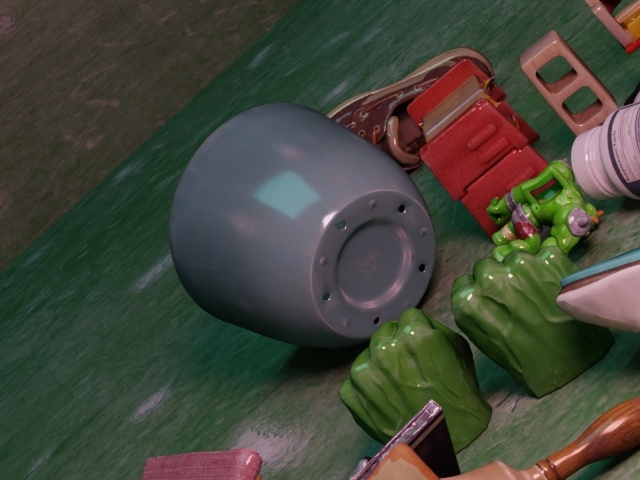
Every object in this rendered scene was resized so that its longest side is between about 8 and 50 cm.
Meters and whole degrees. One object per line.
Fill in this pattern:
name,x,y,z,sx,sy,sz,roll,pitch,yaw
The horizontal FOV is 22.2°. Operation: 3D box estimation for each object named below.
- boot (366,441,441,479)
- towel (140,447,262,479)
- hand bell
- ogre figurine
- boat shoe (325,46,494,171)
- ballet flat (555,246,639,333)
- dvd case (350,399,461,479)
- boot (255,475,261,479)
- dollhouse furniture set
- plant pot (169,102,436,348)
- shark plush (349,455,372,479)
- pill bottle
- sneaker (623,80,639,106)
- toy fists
boot,0.149,0.245,1.287,0.264,0.096,0.280,-53,42,-1
towel,-0.168,0.371,1.646,0.237,0.037,0.329,-16,50,59
hand bell,0.207,0.201,1.424,0.242,0.126,0.126,-29,18,-7
ogre figurine,0.246,-0.018,1.813,0.118,0.097,0.197,-45,4,22
boat shoe,0.103,-0.155,2.362,0.342,0.123,0.123,-29,20,12
ballet flat,0.383,0.022,1.410,0.400,0.139,0.139,-29,22,35
dvd case,0.059,0.240,1.482,0.164,0.018,0.221,-44,-23,-10
boot,-0.105,0.314,1.775,0.197,0.073,0.152,-12,29,50
dollhouse furniture set,0.293,-0.194,1.990,0.374,0.152,0.201,-39,18,14
plant pot,0.000,0.000,1.977,0.293,0.293,0.235,-45,36,-14
shark plush,0.037,0.283,1.603,0.161,0.073,0.067,-41,48,-15
pill bottle,0.364,-0.102,1.752,0.180,0.108,0.108,-18,29,48
sneaker,0.435,-0.219,1.916,0.235,0.084,0.097,-45,18,-14
toy fists,0.149,0.107,1.639,0.279,0.142,0.096,-34,20,16
